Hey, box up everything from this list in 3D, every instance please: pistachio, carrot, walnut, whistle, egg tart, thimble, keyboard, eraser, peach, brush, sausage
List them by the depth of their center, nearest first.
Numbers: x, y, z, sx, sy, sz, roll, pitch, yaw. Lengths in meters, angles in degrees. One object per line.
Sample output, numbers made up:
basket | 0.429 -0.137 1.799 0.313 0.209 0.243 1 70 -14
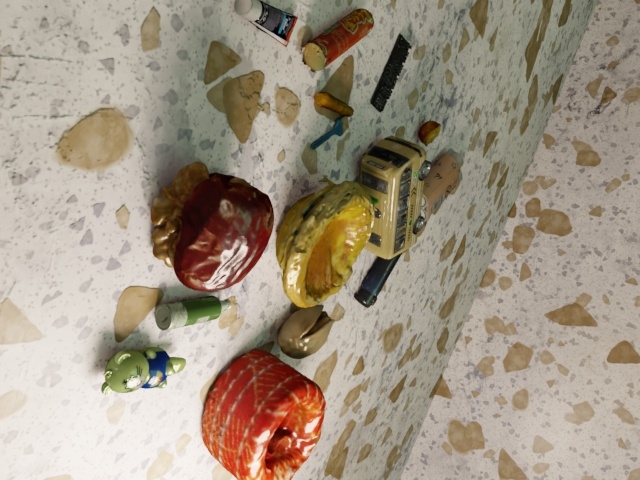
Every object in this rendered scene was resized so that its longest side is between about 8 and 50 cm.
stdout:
walnut | -0.231 -0.017 1.161 0.244 0.221 0.269 14 108 -27
whistle | -0.379 0.283 1.220 0.227 0.085 0.105 14 106 -59
sausage | 0.056 -0.513 1.396 0.264 0.083 0.083 -47 143 -33
carrot | 0.040 -0.361 1.492 0.171 0.042 0.042 5 105 -57
brush | 0.027 -0.294 1.542 0.164 0.014 0.051 -42 139 -34
egg tart | 0.000 0.000 1.545 0.388 0.169 0.387 -38 142 -38
thimble | -0.156 0.504 1.563 0.350 0.231 0.350 -32 133 -42
pistachio | -0.044 0.273 1.684 0.215 0.144 0.143 -33 135 -52
keyboard | 0.214 -0.504 1.687 0.072 0.023 0.231 26 87 -56
peach | 0.381 -0.383 1.980 0.098 0.061 0.098 -40 160 -18
eraser | 0.453 -0.211 2.176 0.290 0.087 0.171 -44 144 -32

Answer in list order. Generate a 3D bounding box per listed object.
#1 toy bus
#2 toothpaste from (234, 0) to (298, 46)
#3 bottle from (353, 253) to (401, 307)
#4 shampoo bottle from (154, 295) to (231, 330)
toy bus | 0.224 -0.133 1.791 0.202 0.177 0.365 -32 135 -36
toothpaste | -0.111 -0.473 1.199 0.193 0.045 0.071 -8 124 -62
bottle | 0.211 0.130 2.022 0.244 0.082 0.072 -56 154 -17
shampoo bottle | -0.290 0.165 1.308 0.204 0.065 0.065 -5 113 -56
